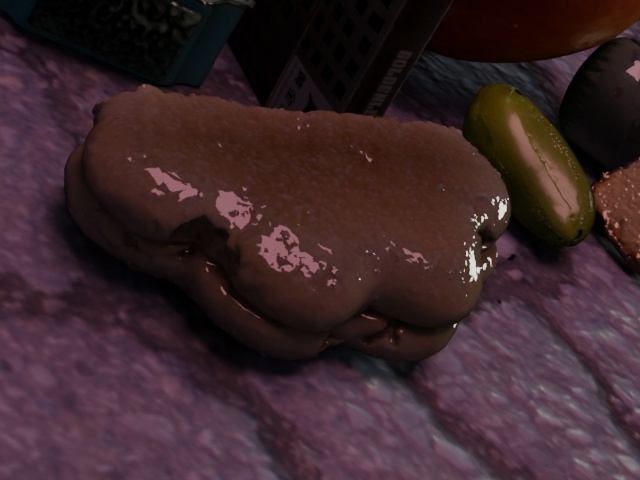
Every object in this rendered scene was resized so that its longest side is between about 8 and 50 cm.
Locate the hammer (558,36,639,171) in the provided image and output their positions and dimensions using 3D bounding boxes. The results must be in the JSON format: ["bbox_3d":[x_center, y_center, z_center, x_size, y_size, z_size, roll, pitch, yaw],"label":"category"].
[{"bbox_3d":[0.376,-0.124,1.366,0.206,0.119,0.335,41,27,13],"label":"hammer"}]

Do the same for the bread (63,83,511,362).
[{"bbox_3d":[0.002,-0.005,0.899,0.337,0.102,0.183,3,42,-35],"label":"bread"}]

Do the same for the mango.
[{"bbox_3d":[0.172,-0.059,1.139,0.091,0.074,0.165,4,53,-42],"label":"mango"}]

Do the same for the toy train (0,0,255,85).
[{"bbox_3d":[-0.152,-0.213,1.049,0.203,0.112,0.163,19,41,-17],"label":"toy train"}]

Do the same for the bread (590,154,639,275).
[{"bbox_3d":[0.308,-0.028,1.180,0.126,0.129,0.044,53,2,32],"label":"bread"}]

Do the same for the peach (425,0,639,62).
[{"bbox_3d":[0.164,-0.338,1.243,0.388,0.388,0.388,21,34,-15],"label":"peach"}]

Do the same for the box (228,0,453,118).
[{"bbox_3d":[-0.018,-0.222,1.098,0.047,0.180,0.325,6,40,-35],"label":"box"}]
